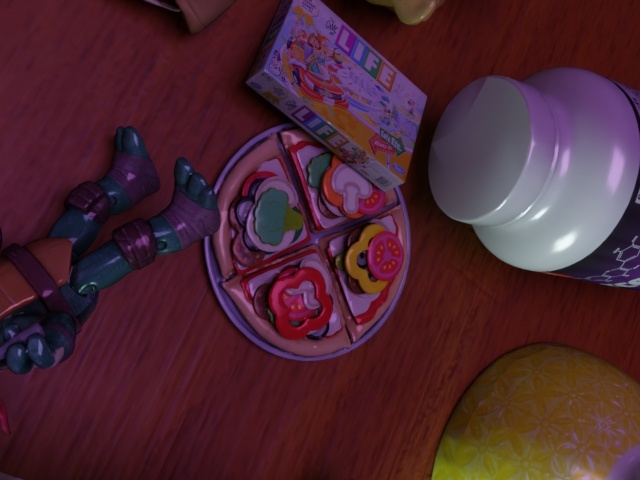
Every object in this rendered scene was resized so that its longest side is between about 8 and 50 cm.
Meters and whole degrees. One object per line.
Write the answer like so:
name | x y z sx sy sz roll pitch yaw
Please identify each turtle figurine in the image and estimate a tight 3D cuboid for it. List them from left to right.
turtle figurine | -0.186 0.018 0.493 0.175 0.118 0.234 41 60 21

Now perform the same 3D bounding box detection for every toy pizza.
toy pizza | 0.000 0.000 0.650 0.201 0.032 0.201 1 88 -31

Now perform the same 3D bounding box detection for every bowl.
bowl | 0.260 0.246 0.731 0.290 0.156 0.289 1 88 -31

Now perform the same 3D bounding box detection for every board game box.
board game box | 0.019 -0.125 0.651 0.154 0.026 0.103 35 54 -26

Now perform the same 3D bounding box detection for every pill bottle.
pill bottle | 0.263 -0.050 0.725 0.323 0.181 0.181 10 83 -30

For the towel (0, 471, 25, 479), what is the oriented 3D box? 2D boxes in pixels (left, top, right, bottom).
towel | -0.134 0.327 0.390 0.321 0.090 0.374 25 71 -24

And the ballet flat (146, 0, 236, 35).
ballet flat | -0.158 -0.226 0.540 0.232 0.080 0.073 33 102 -24

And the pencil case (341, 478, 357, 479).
pencil case | -0.041 0.307 0.571 0.284 0.124 0.124 -38 108 -26

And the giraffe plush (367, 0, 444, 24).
giraffe plush | 0.092 -0.259 0.653 0.210 0.181 0.170 37 92 -36
